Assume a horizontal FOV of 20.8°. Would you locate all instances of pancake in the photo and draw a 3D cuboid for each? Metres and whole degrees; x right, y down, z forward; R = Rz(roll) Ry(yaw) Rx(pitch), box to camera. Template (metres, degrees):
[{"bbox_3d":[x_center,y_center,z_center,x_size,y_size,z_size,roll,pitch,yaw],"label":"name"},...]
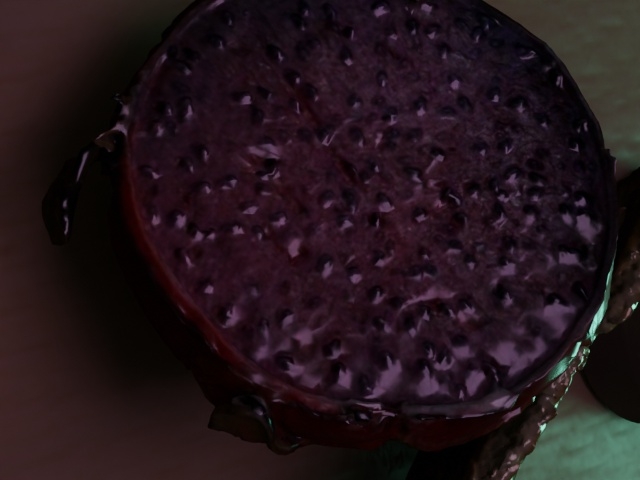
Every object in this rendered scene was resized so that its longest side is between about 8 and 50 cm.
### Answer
[{"bbox_3d":[0.115,0.060,0.814,0.057,0.244,0.266,35,30,-5],"label":"pancake"}]

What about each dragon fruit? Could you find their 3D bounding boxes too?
[{"bbox_3d":[0.004,0.000,0.771,0.218,0.148,0.224,45,65,3],"label":"dragon fruit"}]

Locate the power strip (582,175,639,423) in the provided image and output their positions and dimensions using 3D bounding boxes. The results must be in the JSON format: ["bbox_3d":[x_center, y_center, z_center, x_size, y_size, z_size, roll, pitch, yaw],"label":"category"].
[{"bbox_3d":[0.215,0.030,0.991,0.154,0.078,0.154,1,89,-42],"label":"power strip"}]
